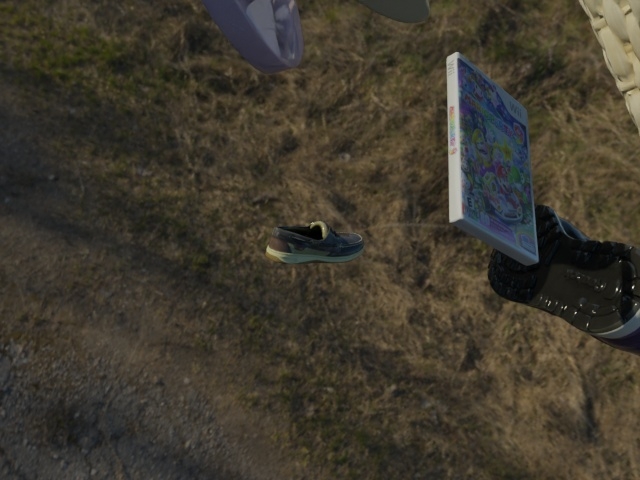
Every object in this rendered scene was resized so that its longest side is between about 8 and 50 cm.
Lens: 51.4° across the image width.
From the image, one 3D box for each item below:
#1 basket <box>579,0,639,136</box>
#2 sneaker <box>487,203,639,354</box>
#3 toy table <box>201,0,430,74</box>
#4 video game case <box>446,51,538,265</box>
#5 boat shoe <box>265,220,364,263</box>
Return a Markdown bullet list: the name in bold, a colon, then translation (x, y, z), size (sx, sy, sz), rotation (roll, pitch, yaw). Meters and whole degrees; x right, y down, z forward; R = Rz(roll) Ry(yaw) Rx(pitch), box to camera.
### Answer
- **basket**: translation (0.441, -0.267, 0.607), size (0.266, 0.328, 0.331), rotation (-30, 97, -35)
- **sneaker**: translation (0.270, 0.052, 0.668), size (0.124, 0.107, 0.283), rotation (30, 9, -15)
- **toy table**: translation (-0.019, -0.267, 0.526), size (0.274, 0.160, 0.252), rotation (49, 34, -58)
- **video game case**: translation (0.113, -0.053, 0.437), size (0.087, 0.011, 0.122), rotation (24, 59, -38)
- **boat shoe**: translation (0.000, 0.000, 0.875), size (0.152, 0.049, 0.056), rotation (-7, 29, -39)
